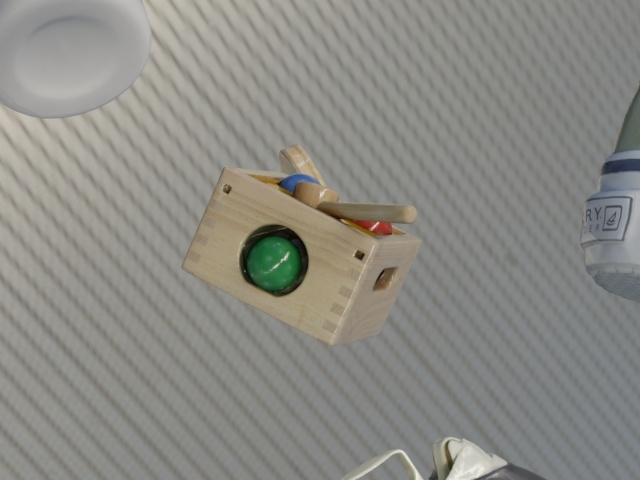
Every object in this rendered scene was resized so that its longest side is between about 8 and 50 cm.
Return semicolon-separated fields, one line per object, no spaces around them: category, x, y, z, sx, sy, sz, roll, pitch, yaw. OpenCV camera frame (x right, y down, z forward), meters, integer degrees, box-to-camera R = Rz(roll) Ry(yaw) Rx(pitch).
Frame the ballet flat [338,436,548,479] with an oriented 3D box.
ballet flat;0.075;0.175;1.041;0.203;0.074;0.074;-11;87;-20

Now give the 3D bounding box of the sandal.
sandal;0.041;-0.020;1.689;0.079;0.088;0.240;-24;66;-15

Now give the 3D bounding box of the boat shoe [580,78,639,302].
boat shoe;0.234;0.007;0.460;0.302;0.109;0.094;16;86;0

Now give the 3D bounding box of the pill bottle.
pill bottle;-0.314;-0.308;1.655;0.188;0.188;0.334;2;45;-30

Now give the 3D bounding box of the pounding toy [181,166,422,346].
pounding toy;0.000;0.000;0.936;0.130;0.141;0.100;26;98;16
